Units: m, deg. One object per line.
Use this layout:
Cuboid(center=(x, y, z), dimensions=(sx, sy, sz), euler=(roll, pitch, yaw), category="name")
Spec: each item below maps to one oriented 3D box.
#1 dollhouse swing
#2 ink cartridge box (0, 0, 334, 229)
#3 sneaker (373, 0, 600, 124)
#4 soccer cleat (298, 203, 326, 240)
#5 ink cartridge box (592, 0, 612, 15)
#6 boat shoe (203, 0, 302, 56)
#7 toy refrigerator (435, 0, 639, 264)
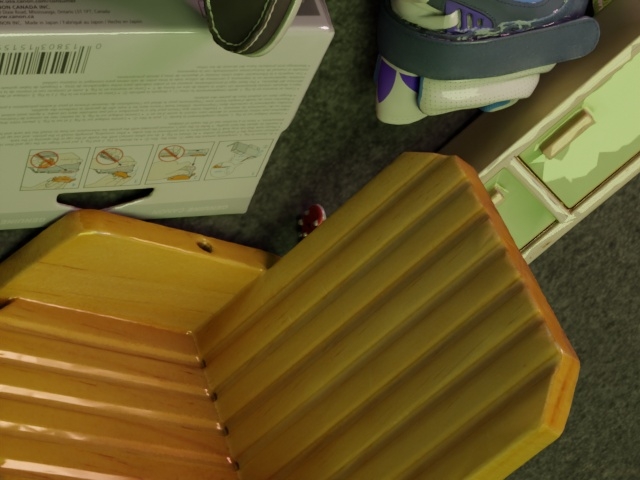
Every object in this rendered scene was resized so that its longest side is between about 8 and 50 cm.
Cuboid(center=(-0.047, 0.082, 1.143), dimensions=(0.315, 0.347, 0.305), euler=(15, 126, -34), category="dollhouse swing")
Cuboid(center=(-0.154, -0.102, 1.182), dimensions=(0.275, 0.060, 0.239), euler=(-4, 149, -24), category="ink cartridge box")
Cuboid(center=(0.072, -0.195, 1.173), dimensions=(0.323, 0.130, 0.236), euler=(8, 115, -37), category="sneaker")
Cuboid(center=(0.000, 0.000, 1.352), dimensions=(0.036, 0.029, 0.083), euler=(-16, 133, -26), category="soccer cleat")
Cuboid(center=(0.367, -0.227, 1.321), dimensions=(0.255, 0.097, 0.188), euler=(-24, 131, -9), category="ink cartridge box")
Cuboid(center=(-0.047, -0.230, 1.029), dimensions=(0.069, 0.081, 0.227), euler=(-34, 137, -63), category="boat shoe")
Cuboid(center=(0.202, -0.079, 1.317), dimensions=(0.269, 0.094, 0.102), euler=(-40, 116, 14), category="toy refrigerator")
